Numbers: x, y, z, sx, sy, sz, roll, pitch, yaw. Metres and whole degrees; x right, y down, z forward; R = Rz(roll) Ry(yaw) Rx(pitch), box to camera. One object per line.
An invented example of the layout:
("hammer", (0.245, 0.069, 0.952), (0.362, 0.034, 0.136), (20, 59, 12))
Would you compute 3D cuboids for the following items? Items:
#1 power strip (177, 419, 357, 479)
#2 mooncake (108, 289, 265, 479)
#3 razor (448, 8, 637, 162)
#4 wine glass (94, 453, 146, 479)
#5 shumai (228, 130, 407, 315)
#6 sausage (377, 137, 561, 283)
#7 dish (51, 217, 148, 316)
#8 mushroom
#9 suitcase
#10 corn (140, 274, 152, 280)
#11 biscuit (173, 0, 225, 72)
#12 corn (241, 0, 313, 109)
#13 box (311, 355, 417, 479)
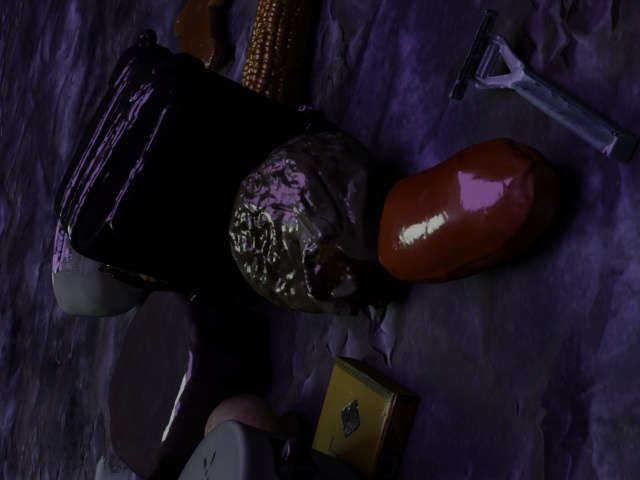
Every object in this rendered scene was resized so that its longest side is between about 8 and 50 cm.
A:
("power strip", (-0.087, 0.385, 1.320), (0.357, 0.161, 0.357), (-57, 19, 32))
("mooncake", (-0.208, 0.224, 1.748), (0.306, 0.154, 0.306), (-31, 54, 53))
("razor", (0.246, -0.154, 1.223), (0.278, 0.056, 0.111), (46, 120, 48))
("wine glass", (-0.307, 0.506, 1.831), (0.143, 0.143, 0.321), (-43, 41, 45))
("shumai", (0.000, -0.001, 1.444), (0.218, 0.189, 0.256), (53, 129, 56))
("sausage", (0.159, -0.025, 1.240), (0.258, 0.133, 0.133), (-25, 57, 50))
("dish", (-0.389, 0.030, 2.102), (0.117, 0.256, 0.256), (3, 79, 18))
("mushroom", (-0.089, 0.290, 1.551), (0.166, 0.127, 0.166), (169, 90, -72))
("suitcase", (-0.175, -0.081, 1.599), (0.339, 0.345, 0.188), (-60, 36, 14))
("corn", (-0.276, 0.013, 1.923), (0.322, 0.119, 0.119), (166, 115, -78))
("biscuit", (-0.220, -0.424, 2.132), (0.197, 0.049, 0.302), (-30, 54, 47))
("corn", (-0.066, -0.306, 1.772), (0.102, 0.102, 0.313), (-9, 68, 59))
("box", (0.031, 0.300, 1.415), (0.153, 0.041, 0.279), (26, 101, 62))
